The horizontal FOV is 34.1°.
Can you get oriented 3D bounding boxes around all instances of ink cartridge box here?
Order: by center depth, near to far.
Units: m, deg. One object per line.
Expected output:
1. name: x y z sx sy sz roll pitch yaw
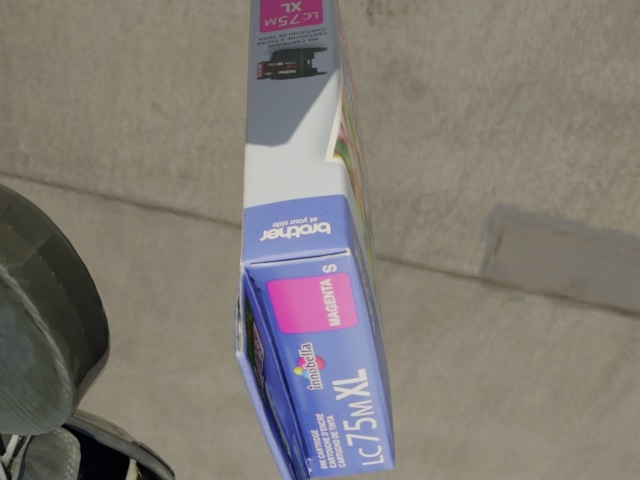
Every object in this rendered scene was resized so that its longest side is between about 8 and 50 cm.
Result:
1. ink cartridge box: 0.000 0.000 0.613 0.065 0.311 0.185 -6 134 7

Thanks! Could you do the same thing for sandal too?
1. sandal: -0.311 0.035 0.521 0.446 0.107 0.167 -1 125 31

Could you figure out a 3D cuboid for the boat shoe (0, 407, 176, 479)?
1. boat shoe: -0.287 0.201 0.879 0.156 0.186 0.500 20 172 33
